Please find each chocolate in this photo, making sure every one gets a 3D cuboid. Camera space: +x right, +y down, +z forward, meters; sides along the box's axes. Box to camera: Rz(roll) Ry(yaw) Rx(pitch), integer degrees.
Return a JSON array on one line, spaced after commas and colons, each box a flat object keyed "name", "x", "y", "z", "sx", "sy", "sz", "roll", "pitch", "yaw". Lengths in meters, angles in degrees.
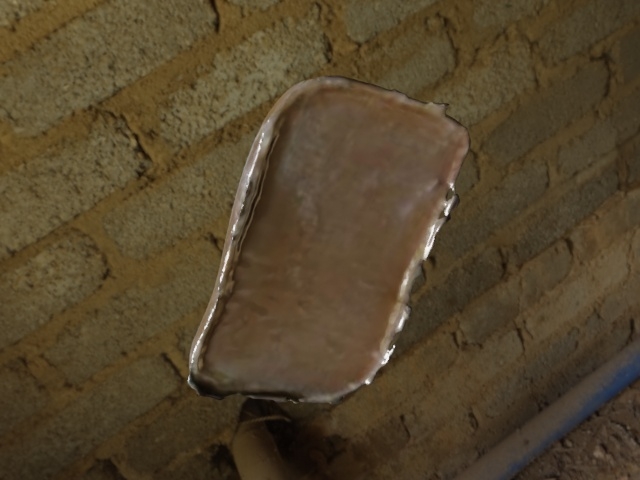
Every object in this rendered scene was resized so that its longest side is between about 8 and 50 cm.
[{"name": "chocolate", "x": -0.001, "y": 0.001, "z": 0.459, "sx": 0.262, "sy": 0.161, "sz": 0.083, "roll": -68, "pitch": 22, "yaw": 15}]

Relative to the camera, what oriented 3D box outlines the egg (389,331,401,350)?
[{"name": "egg", "x": 0.078, "y": 0.118, "z": 1.057, "sx": 0.151, "sy": 0.151, "sz": 0.209, "roll": -4, "pitch": 54, "yaw": 31}]
